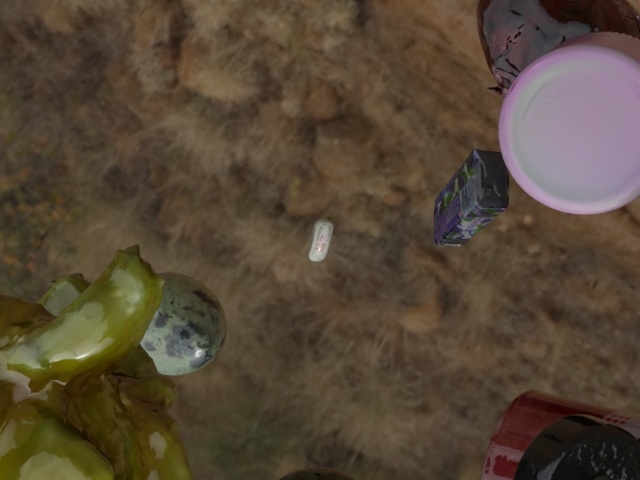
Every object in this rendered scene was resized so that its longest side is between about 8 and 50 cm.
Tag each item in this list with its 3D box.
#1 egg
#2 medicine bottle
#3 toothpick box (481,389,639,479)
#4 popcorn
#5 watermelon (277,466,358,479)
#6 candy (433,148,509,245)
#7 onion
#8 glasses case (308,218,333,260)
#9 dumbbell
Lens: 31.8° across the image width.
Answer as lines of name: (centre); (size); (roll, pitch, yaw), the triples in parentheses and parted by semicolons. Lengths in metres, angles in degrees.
egg: (-0.203, 0.118, 1.560); (0.182, 0.141, 0.141); (21, 152, 50)
medicine bottle: (0.309, -0.142, 1.263); (0.178, 0.291, 0.178); (4, 105, 17)
toothpick box: (0.382, 0.308, 1.325); (0.333, 0.204, 0.204); (10, 143, 36)
popcorn: (-0.238, 0.163, 0.970); (0.321, 0.325, 0.290); (-18, 116, 12)
watermelon: (0.027, 0.414, 1.640); (0.204, 0.127, 0.232); (44, 148, 31)
candy: (0.224, -0.059, 1.682); (0.061, 0.088, 0.312); (1, 170, -5)
onion: (0.365, -0.317, 1.754); (0.281, 0.221, 0.280); (6, 120, 11)
glasses case: (0.000, 0.000, 1.940); (0.032, 0.021, 0.083); (3, 124, -18)
dumbbell: (0.208, 0.179, 0.685); (0.100, 0.100, 0.191); (47, 168, -24)
